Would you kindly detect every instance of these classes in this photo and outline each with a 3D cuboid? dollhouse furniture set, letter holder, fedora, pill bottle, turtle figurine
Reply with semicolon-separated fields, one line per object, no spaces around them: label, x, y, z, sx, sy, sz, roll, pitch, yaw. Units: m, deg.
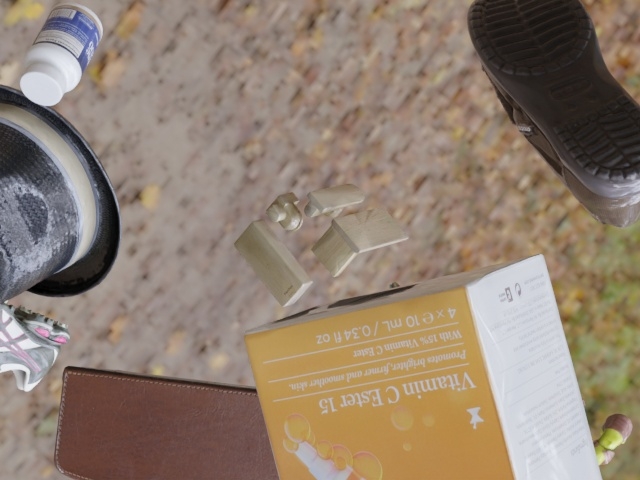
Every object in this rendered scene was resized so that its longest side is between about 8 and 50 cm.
dollhouse furniture set;0.000;0.000;2.107;0.151;0.144;0.123;-49;161;31
letter holder;-0.135;0.266;1.753;0.152;0.301;0.215;23;73;-73
fedora;-0.412;-0.030;1.976;0.152;0.334;0.334;-53;167;-44
pill bottle;-0.296;-0.210;1.763;0.067;0.067;0.120;107;1;-48
turtle figurine;0.320;0.303;2.077;0.217;0.269;0.087;-57;149;-42

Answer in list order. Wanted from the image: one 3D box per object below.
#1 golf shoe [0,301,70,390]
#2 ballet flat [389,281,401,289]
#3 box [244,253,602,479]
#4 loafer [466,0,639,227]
golf shoe;-0.500;0.135;2.318;0.273;0.105;0.120;30;81;-38
ballet flat;0.096;0.091;1.606;0.041;0.114;0.041;-4;145;-3
box;0.104;0.208;1.288;0.215;0.345;0.168;-15;180;30
loafer;0.257;-0.146;1.701;0.133;0.366;0.130;-16;137;-4
